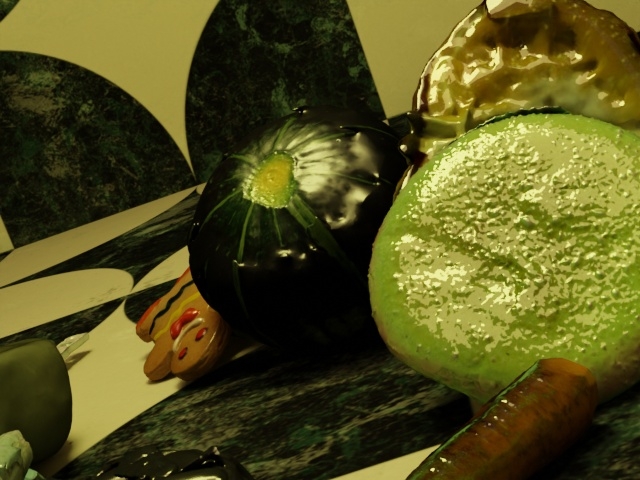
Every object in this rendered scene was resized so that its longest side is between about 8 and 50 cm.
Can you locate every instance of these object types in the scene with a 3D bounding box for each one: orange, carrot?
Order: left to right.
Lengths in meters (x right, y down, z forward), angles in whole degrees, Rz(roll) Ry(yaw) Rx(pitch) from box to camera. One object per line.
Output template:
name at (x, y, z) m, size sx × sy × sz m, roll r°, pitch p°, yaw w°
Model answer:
carrot at (0.113, 0.164, 0.844) m, size 0.070 × 0.070 × 0.260 m, roll -7°, pitch 19°, yaw 47°
orange at (0.226, -0.058, 1.191) m, size 0.271 × 0.210 × 0.368 m, roll 0°, pitch 61°, yaw 21°

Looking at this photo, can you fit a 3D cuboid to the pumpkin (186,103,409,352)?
pumpkin at (0.000, 0.000, 1.374) m, size 0.296 × 0.296 × 0.296 m, roll -19°, pitch 12°, yaw 4°

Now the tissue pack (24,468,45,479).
tissue pack at (-0.365, 0.197, 0.990) m, size 0.263 × 0.089 × 0.177 m, roll 17°, pitch -19°, yaw -2°

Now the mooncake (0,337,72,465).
mooncake at (-0.385, 0.191, 1.254) m, size 0.275 × 0.135 × 0.275 m, roll -15°, pitch -2°, yaw -1°

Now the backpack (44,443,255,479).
backpack at (-0.141, 0.220, 0.889) m, size 0.206 × 0.133 × 0.258 m, roll -20°, pitch 5°, yaw -15°

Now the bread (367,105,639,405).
bread at (0.183, 0.007, 1.026) m, size 0.301 × 0.045 × 0.301 m, roll -10°, pitch 59°, yaw 16°

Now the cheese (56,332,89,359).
cheese at (-0.385, 0.177, 1.606) m, size 0.127 × 0.050 × 0.255 m, roll -15°, pitch 13°, yaw 24°

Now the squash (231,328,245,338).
squash at (-0.128, 0.087, 1.552) m, size 0.066 × 0.066 × 0.252 m, roll -25°, pitch 13°, yaw -24°

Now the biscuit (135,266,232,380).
biscuit at (-0.165, 0.098, 1.469) m, size 0.165 × 0.036 × 0.250 m, roll -47°, pitch 23°, yaw 4°

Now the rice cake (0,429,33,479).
rice cake at (-0.261, 0.240, 0.846) m, size 0.038 × 0.211 × 0.124 m, roll 24°, pitch 10°, yaw -7°
